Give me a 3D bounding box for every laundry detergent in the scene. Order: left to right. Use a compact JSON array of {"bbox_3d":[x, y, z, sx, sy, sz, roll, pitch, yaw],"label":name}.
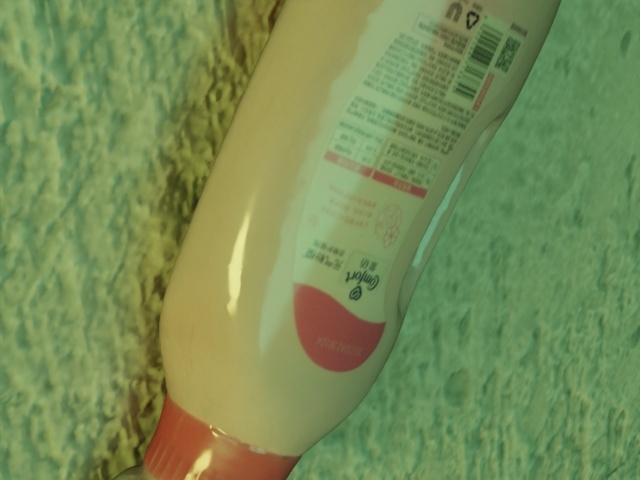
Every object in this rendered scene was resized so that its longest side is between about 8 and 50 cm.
[{"bbox_3d":[0.000,0.000,0.747,0.159,0.088,0.335,18,99,-53],"label":"laundry detergent"}]
